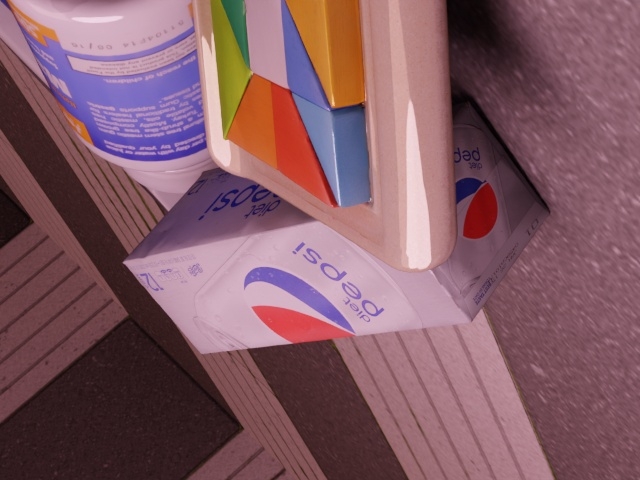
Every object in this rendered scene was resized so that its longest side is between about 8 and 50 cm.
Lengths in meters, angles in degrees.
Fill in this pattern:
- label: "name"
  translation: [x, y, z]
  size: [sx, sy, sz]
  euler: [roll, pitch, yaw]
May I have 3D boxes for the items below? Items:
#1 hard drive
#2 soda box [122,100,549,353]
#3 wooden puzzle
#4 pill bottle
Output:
- label: "hard drive"
  translation: [-0.229, -0.128, 1.759]
  size: [0.318, 0.040, 0.210]
  euler: [44, 175, 24]
- label: "soda box"
  translation: [0.000, 0.000, 1.037]
  size: [0.286, 0.098, 0.091]
  euler: [-11, 123, 52]
- label: "wooden puzzle"
  translation: [-0.014, -0.113, 0.875]
  size: [0.238, 0.044, 0.221]
  euler: [27, 126, 56]
- label: "pill bottle"
  translation: [-0.116, -0.139, 1.115]
  size: [0.152, 0.152, 0.272]
  euler: [45, 166, 22]
